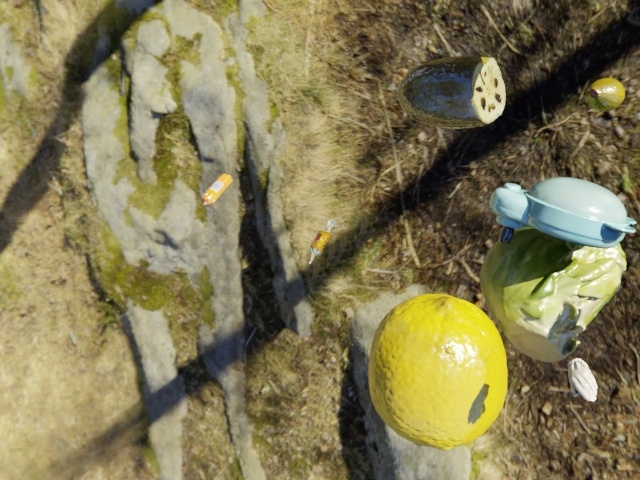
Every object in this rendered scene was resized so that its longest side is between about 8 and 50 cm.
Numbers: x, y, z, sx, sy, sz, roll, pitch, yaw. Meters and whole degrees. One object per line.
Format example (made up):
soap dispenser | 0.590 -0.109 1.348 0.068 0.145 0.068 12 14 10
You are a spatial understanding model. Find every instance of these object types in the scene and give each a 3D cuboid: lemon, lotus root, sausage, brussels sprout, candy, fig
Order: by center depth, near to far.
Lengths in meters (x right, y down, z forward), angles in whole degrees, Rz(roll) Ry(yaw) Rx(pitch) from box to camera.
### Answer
sausage | -0.226 -0.106 1.124 0.031 0.107 0.031 13 130 16
fig | 0.628 -0.324 1.159 0.074 0.088 0.073 16 109 57
lemon | 0.258 0.286 1.165 0.336 0.336 0.335 5 103 23
brussels sprout | 0.562 0.115 1.297 0.315 0.371 0.275 11 137 45
lotus root | 0.421 -0.497 1.764 0.346 0.251 0.250 19 110 44
candy | 0.000 0.000 1.772 0.046 0.182 0.053 31 155 4

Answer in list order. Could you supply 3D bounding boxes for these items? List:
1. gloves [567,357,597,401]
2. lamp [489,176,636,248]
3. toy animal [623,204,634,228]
gloves | 0.420 0.223 0.846 0.044 0.037 0.081 -52 39 31
lamp | 0.507 -0.060 1.109 0.284 0.209 0.147 1 97 32
toy animal | 0.745 -0.066 1.549 0.324 0.195 0.090 5 71 -1
